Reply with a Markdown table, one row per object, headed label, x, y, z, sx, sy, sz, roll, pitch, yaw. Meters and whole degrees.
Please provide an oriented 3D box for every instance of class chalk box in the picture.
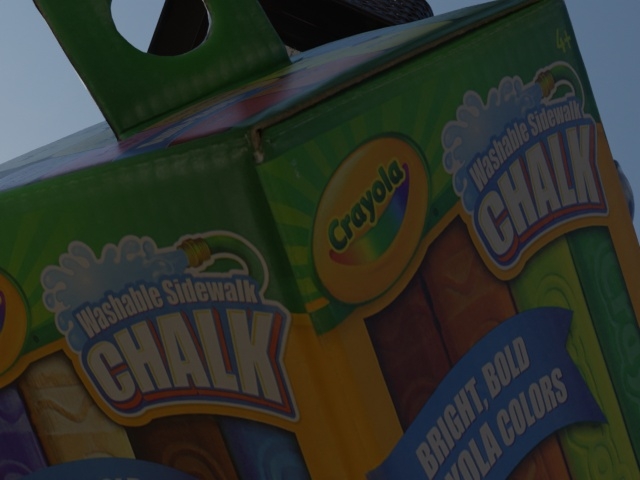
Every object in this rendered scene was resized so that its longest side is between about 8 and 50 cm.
| label | x | y | z | sx | sy | sz | roll | pitch | yaw |
| --- | --- | --- | --- | --- | --- | --- | --- | --- | --- |
| chalk box | -0.007 | 0.027 | 0.501 | 0.179 | 0.180 | 0.288 | -10 | -75 | 40 |

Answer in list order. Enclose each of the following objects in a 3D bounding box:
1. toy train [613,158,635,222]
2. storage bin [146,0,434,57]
| label | x | y | z | sx | sy | sz | roll | pitch | yaw |
| --- | --- | --- | --- | --- | --- | --- | --- | --- | --- |
| toy train | 0.000 | 0.000 | 0.830 | 0.334 | 0.190 | 0.142 | -2 | -74 | 18 |
| storage bin | -0.022 | -0.139 | 1.076 | 0.180 | 0.084 | 0.122 | 24 | -63 | 0 |
